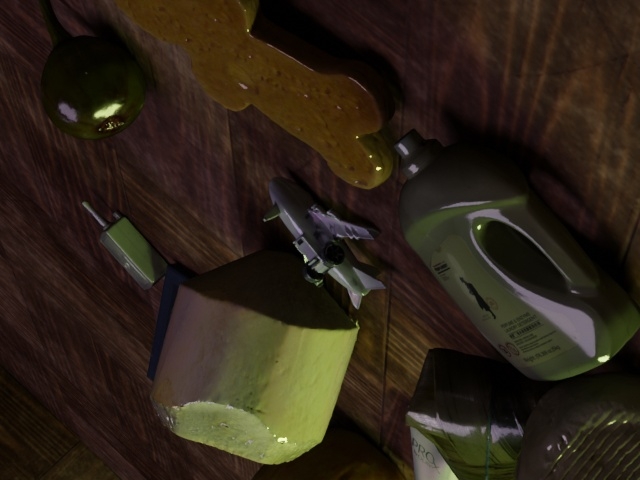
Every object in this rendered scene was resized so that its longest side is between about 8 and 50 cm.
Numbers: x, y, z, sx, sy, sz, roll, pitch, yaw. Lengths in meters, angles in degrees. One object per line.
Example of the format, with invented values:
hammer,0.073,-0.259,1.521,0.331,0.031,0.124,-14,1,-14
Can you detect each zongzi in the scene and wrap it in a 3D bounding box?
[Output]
zongzi,0.231,0.204,1.622,0.242,0.112,0.221,5,152,24

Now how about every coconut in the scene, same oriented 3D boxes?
coconut,-0.077,0.130,1.896,0.239,0.244,0.239,17,-174,-2

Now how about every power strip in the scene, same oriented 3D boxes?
power strip,-0.297,0.004,2.362,0.175,0.042,0.075,48,162,-3

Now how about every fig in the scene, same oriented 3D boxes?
fig,-0.300,-0.224,1.860,0.236,0.124,0.124,56,164,19

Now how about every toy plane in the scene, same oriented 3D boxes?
toy plane,0.000,0.000,1.728,0.171,0.065,0.162,43,149,-3

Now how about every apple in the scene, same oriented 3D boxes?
apple,0.017,0.397,2.219,0.264,0.264,0.264,40,159,19

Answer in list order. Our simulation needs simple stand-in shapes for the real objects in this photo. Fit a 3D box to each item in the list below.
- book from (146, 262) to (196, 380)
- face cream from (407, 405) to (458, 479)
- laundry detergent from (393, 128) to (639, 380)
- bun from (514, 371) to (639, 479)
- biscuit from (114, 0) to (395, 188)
book,-0.149,0.171,2.255,0.269,0.025,0.191,31,118,39
face cream,0.153,0.312,2.028,0.092,0.058,0.243,39,153,34
laundry detergent,0.157,0.004,1.370,0.253,0.091,0.181,49,159,-6
bun,0.257,0.204,1.446,0.113,0.173,0.166,-121,11,-81
biscuit,-0.067,-0.187,1.488,0.340,0.047,0.216,32,156,15
